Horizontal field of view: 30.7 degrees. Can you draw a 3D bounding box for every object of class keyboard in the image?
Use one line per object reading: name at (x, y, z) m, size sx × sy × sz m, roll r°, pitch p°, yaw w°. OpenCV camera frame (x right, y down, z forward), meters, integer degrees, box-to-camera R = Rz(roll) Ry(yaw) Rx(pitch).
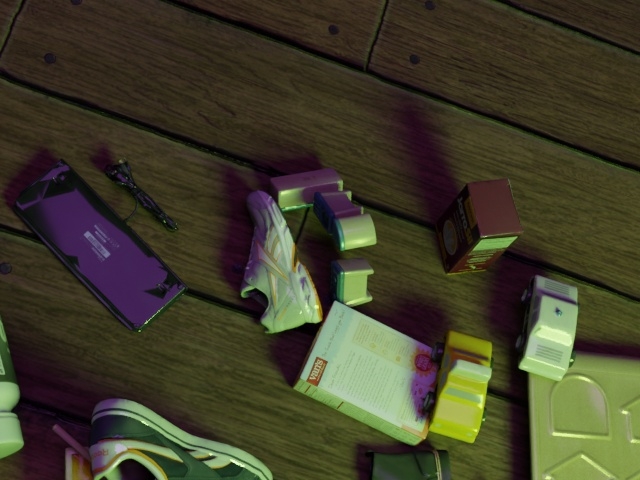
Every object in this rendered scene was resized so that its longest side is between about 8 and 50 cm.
keyboard at (-0.347, -0.015, 1.968) m, size 0.201 × 0.033 × 0.317 m, roll -42°, pitch 84°, yaw -18°

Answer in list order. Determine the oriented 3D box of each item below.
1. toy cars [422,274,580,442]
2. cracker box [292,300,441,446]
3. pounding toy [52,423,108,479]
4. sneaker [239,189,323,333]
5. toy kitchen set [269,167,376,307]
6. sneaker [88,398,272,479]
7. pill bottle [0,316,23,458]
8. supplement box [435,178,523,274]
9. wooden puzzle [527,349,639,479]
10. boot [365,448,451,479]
toy cars at (0.317, 0.180, 1.946) m, size 0.394 × 0.087 × 0.176 m, roll -29°, pitch 72°, yaw -27°
cracker box at (0.090, 0.224, 1.955) m, size 0.232 × 0.067 × 0.155 m, roll 27°, pitch 63°, yaw -2°
pounding toy at (-0.343, 0.357, 1.776) m, size 0.130 × 0.100 × 0.141 m, roll 0°, pitch 68°, yaw -14°
sneaker at (-0.093, 0.036, 1.977) m, size 0.121 × 0.099 × 0.262 m, roll -22°, pitch 66°, yaw -3°
toy kitchen set at (0.000, 0.000, 2.030) m, size 0.122 × 0.166 × 0.207 m, roll -10°, pitch 34°, yaw -18°
sneaker at (-0.213, 0.358, 1.747) m, size 0.321 × 0.126 × 0.127 m, roll 30°, pitch 45°, yaw -28°
pill bottle at (-0.548, 0.193, 1.761) m, size 0.161 × 0.161 × 0.283 m, roll -14°, pitch 72°, yaw -18°
supplement box at (0.273, -0.022, 2.032) m, size 0.081 × 0.188 × 0.104 m, roll -6°, pitch 70°, yaw -15°
wooden puzzle at (0.502, 0.360, 1.997) m, size 0.322 × 0.080 × 0.348 m, roll 7°, pitch 62°, yaw -11°
boot at (0.141, 0.434, 1.885) m, size 0.137 × 0.077 × 0.198 m, roll 4°, pitch 54°, yaw -7°
